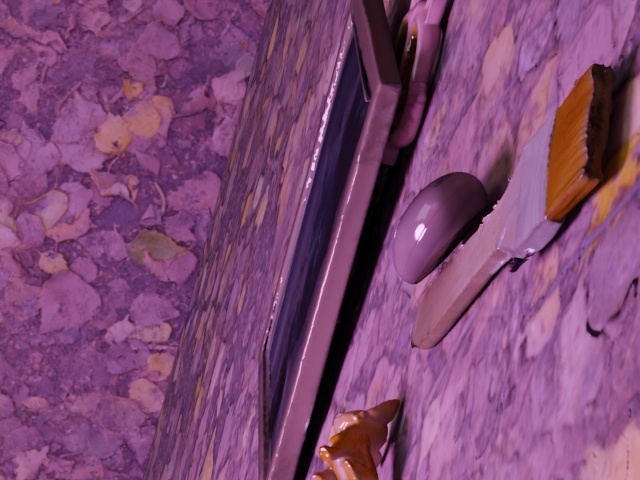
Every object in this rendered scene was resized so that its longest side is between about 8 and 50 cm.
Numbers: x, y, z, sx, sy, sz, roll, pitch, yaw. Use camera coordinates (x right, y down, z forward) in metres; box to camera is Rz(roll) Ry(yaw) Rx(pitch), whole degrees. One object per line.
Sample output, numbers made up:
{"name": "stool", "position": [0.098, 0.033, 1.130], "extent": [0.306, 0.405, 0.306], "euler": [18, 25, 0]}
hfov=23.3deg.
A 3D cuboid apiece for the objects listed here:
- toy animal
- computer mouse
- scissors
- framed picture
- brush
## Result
{"name": "toy animal", "position": [0.035, 0.155, 1.120], "extent": [0.083, 0.081, 0.060], "euler": [-30, -41, -49]}
{"name": "computer mouse", "position": [0.075, -0.011, 1.039], "extent": [0.066, 0.039, 0.096], "euler": [-39, -12, -32]}
{"name": "scissors", "position": [0.055, -0.072, 1.378], "extent": [0.160, 0.024, 0.318], "euler": [-115, 40, -76]}
{"name": "framed picture", "position": [0.000, 0.000, 1.498], "extent": [0.326, 0.028, 0.446], "euler": [-94, 17, -66]}
{"name": "brush", "position": [0.109, 0.000, 0.960], "extent": [0.336, 0.020, 0.085], "euler": [122, 160, -65]}
